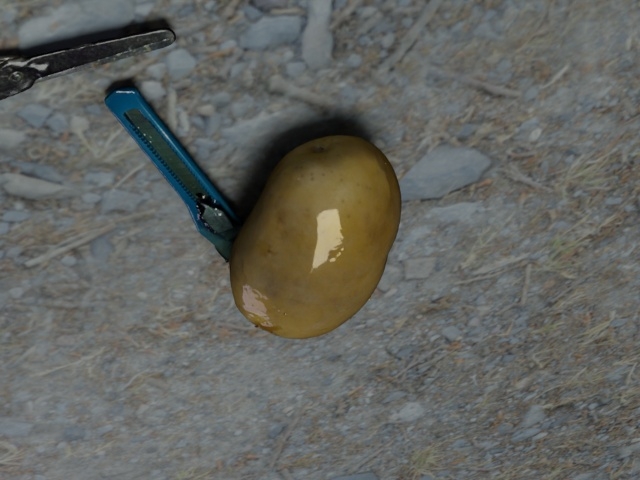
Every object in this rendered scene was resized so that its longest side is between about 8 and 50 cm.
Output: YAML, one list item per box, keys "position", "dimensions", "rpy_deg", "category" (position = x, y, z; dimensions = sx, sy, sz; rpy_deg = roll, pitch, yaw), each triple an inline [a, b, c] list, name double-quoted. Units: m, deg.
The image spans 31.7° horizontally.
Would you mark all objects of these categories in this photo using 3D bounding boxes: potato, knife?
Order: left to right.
- position: [-0.126, -0.052, 1.069]
  dimensions: [0.044, 0.026, 0.296]
  rpy_deg: [-16, 146, 13]
  category: "knife"
- position: [0.000, 0.000, 1.109]
  dimensions: [0.146, 0.150, 0.234]
  rpy_deg: [30, 129, 2]
  category: "potato"

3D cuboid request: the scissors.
- position: [-0.270, -0.127, 0.902]
  dimensions: [0.317, 0.024, 0.160]
  rpy_deg: [-15, 142, -8]
  category: "scissors"
